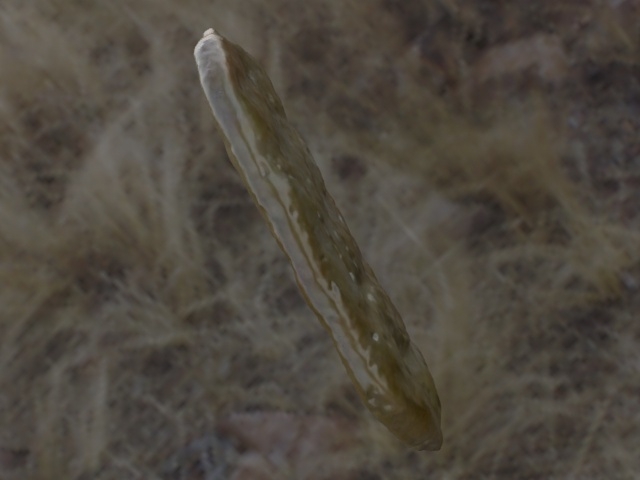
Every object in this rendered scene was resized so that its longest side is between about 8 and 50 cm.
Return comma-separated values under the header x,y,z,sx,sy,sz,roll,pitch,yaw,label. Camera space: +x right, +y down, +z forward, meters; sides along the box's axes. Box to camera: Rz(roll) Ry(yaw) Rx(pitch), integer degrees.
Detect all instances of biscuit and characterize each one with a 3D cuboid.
x,y,z,sx,sy,sz,roll,pitch,yaw,label
0.000,0.000,0.508,0.018,0.147,0.071,-28,-3,9,biscuit
